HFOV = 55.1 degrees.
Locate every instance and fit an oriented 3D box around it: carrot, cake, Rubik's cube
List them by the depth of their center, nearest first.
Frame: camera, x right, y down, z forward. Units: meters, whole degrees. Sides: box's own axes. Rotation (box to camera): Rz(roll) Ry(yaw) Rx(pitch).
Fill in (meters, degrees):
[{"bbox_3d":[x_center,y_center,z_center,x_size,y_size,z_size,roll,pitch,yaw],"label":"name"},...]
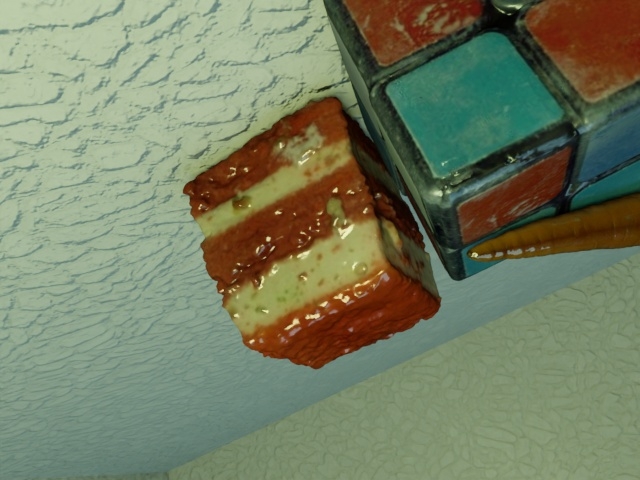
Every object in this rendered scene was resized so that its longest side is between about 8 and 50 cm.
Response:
[{"bbox_3d":[0.320,-0.016,0.745,0.336,0.069,0.069,-8,152,-21],"label":"carrot"},{"bbox_3d":[0.224,-0.179,0.763,0.318,0.313,0.316,-27,156,6],"label":"Rubik's cube"},{"bbox_3d":[0.000,0.000,0.925,0.269,0.320,0.270,-29,156,16],"label":"cake"}]
